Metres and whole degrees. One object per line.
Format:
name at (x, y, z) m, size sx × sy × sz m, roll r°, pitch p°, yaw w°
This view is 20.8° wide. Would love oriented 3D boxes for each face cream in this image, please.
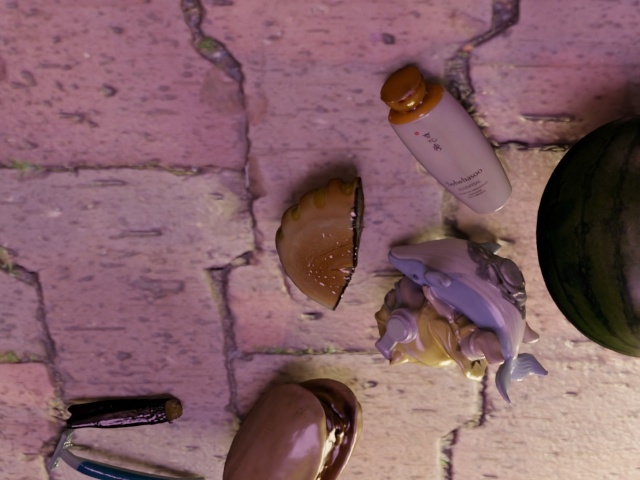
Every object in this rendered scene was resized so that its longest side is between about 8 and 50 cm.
face cream at (0.126, -0.097, 1.739) m, size 0.072 × 0.051 × 0.182 m, roll -23°, pitch 128°, yaw 25°

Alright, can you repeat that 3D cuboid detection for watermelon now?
watermelon at (0.329, -0.004, 1.698) m, size 0.242 × 0.242 × 0.242 m, roll 0°, pitch 133°, yaw 0°

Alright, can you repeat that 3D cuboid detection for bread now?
bread at (0.000, 0.000, 1.810) m, size 0.094 × 0.083 × 0.157 m, roll -2°, pitch 131°, yaw 5°

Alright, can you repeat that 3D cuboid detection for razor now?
razor at (-0.229, 0.280, 2.102) m, size 0.191 × 0.037 × 0.068 m, roll 18°, pitch 129°, yaw -15°

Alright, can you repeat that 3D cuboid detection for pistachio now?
pistachio at (-0.036, 0.237, 2.015) m, size 0.129 × 0.131 × 0.206 m, roll -18°, pitch 148°, yaw -51°

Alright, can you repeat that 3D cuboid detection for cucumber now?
cucumber at (-0.228, 0.202, 2.034) m, size 0.135 × 0.033 × 0.034 m, roll -4°, pitch 165°, yaw 6°

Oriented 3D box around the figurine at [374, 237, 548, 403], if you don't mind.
figurine at (0.145, 0.084, 1.843) m, size 0.208 × 0.128 × 0.184 m, roll 51°, pitch 125°, yaw 11°
